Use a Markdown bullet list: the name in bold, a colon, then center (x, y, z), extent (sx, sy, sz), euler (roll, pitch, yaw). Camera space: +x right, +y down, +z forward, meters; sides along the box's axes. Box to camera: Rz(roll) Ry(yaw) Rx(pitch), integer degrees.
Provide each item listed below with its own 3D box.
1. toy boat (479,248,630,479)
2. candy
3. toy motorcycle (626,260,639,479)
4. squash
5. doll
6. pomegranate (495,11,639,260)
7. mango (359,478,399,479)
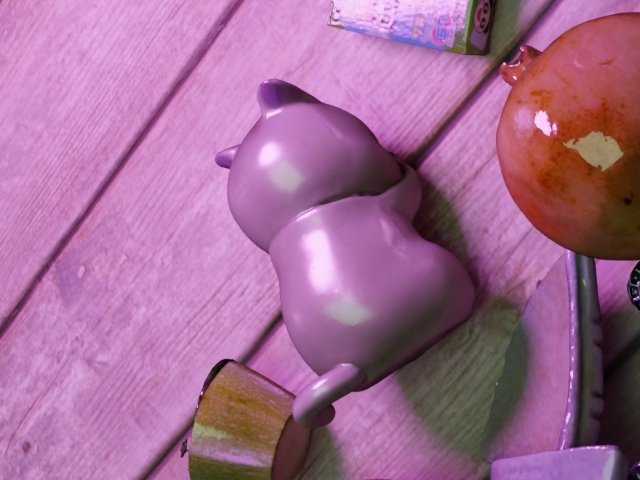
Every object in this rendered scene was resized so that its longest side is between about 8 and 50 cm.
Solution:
- **toy boat**: center (0.249, 0.190, 1.541), extent (0.276, 0.111, 0.293), euler (122, 155, -53)
- **candy**: center (0.107, -0.279, 1.652), extent (0.195, 0.062, 0.097), euler (17, 103, 31)
- **toy motorcycle**: center (0.422, 0.173, 1.450), extent (0.213, 0.125, 0.358), euler (1, 97, 25)
- **squash**: center (-0.090, 0.243, 1.778), extent (0.123, 0.170, 0.170), euler (17, 104, 20)
- **doll**: center (0.029, 0.009, 1.647), extent (0.215, 0.226, 0.370), euler (127, 128, -59)
- **pomegranate**: center (0.292, -0.116, 1.436), extent (0.252, 0.229, 0.270), euler (-47, 60, 6)
- **mango**: center (0.135, 0.401, 1.599), extent (0.384, 0.199, 0.221), euler (25, 120, 44)
